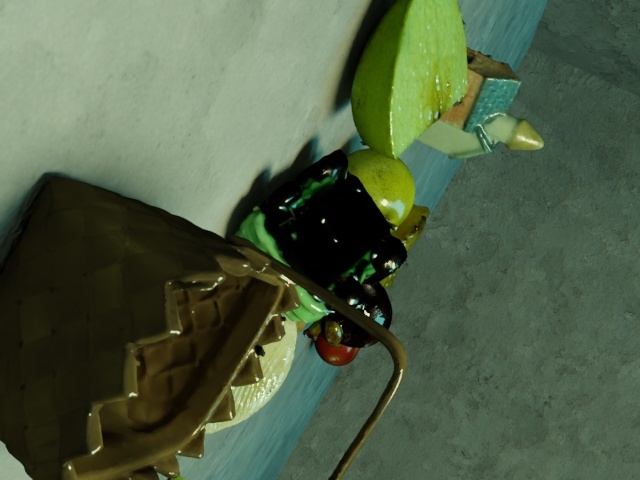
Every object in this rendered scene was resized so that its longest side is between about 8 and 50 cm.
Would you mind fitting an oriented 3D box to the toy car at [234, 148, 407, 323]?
[{"bbox_3d":[0.000,0.000,1.114,0.176,0.213,0.358,-32,-176,35],"label":"toy car"}]

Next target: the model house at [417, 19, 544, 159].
[{"bbox_3d":[0.314,-0.282,1.433,0.194,0.325,0.267,-47,162,-43],"label":"model house"}]

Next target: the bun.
[{"bbox_3d":[-0.143,0.165,1.029,0.231,0.133,0.231,-29,137,-32],"label":"bun"}]

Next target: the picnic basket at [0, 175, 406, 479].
[{"bbox_3d":[-0.113,0.116,0.627,0.254,0.321,0.291,-58,166,3],"label":"picnic basket"}]

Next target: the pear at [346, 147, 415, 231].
[{"bbox_3d":[0.098,-0.070,1.326,0.180,0.216,0.166,-44,133,20],"label":"pear"}]

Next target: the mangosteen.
[{"bbox_3d":[0.061,0.188,1.825,0.250,0.211,0.211,-22,150,-24],"label":"mangosteen"}]

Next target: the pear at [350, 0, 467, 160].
[{"bbox_3d":[0.128,-0.295,1.122,0.288,0.139,0.239,-44,145,-42],"label":"pear"}]

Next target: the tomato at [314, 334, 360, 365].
[{"bbox_3d":[0.061,0.288,2.154,0.195,0.136,0.195,-57,165,-24],"label":"tomato"}]

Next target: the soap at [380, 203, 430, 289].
[{"bbox_3d":[0.197,0.035,2.119,0.259,0.143,0.281,-39,155,-50],"label":"soap"}]

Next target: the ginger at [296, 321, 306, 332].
[{"bbox_3d":[-0.031,0.065,1.308,0.157,0.102,0.216,25,83,-52],"label":"ginger"}]

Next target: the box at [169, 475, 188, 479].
[{"bbox_3d":[-0.339,0.615,1.483,0.173,0.043,0.311,-53,166,-34],"label":"box"}]
